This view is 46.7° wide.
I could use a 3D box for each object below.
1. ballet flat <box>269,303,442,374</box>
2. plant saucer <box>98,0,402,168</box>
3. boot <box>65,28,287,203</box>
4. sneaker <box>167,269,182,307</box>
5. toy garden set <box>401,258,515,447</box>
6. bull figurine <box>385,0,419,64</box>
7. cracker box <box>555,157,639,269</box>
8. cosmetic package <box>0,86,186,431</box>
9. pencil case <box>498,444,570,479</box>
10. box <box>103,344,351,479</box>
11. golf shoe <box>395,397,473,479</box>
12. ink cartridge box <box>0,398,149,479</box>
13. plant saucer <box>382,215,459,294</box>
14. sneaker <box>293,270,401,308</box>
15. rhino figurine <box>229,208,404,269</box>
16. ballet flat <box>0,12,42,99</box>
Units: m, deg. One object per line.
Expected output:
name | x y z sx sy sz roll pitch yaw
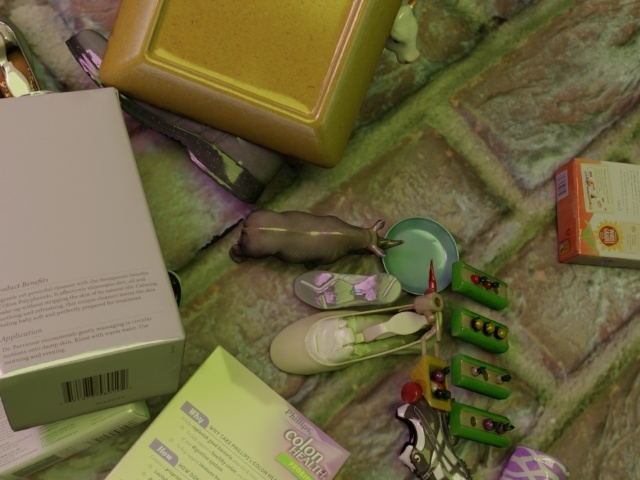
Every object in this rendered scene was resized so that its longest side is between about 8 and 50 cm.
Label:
ballet flat | 0.055 0.129 1.019 0.249 0.086 0.086 -9 78 -14
plant saucer | -0.071 -0.288 0.906 0.333 0.081 0.332 19 101 -10
boot | -0.153 -0.230 1.018 0.338 0.118 0.222 38 94 -12
sneaker | -0.227 0.111 0.964 0.063 0.075 0.170 23 72 -6
toy garden set | 0.198 0.139 1.001 0.204 0.049 0.244 23 60 -36
bull figurine | -0.007 -0.322 1.064 0.311 0.188 0.101 23 67 -5
cracker box | 0.492 -0.036 1.167 0.232 0.067 0.155 5 75 -10
cosmetic package | -0.297 0.007 0.871 0.197 0.155 0.365 -9 59 -20
pencil case | 0.264 0.381 0.999 0.088 0.086 0.206 45 69 -35
box | -0.126 0.293 0.917 0.214 0.117 0.243 39 72 0
golf shoe | 0.153 0.310 1.001 0.094 0.077 0.198 -6 66 -11
ink cartridge box | -0.333 0.157 0.927 0.181 0.056 0.224 -25 62 -1
plant saucer | 0.145 0.024 1.098 0.120 0.021 0.119 3 75 -11
sneaker | 0.039 0.073 1.048 0.152 0.061 0.053 2 82 8
rhino figurine | 0.000 0.000 1.027 0.244 0.106 0.073 3 75 -11
ballet flat | -0.429 -0.244 1.017 0.072 0.068 0.213 -25 82 -18
